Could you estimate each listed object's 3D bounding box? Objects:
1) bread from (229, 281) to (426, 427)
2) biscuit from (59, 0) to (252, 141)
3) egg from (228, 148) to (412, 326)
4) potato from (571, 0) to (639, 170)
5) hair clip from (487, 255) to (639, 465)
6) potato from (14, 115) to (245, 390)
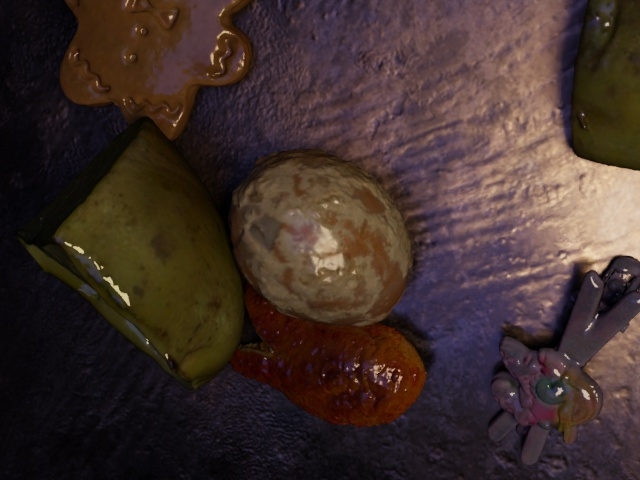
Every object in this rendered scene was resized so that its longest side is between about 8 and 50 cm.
[{"bbox_3d":[-0.003,0.146,1.076,0.269,0.095,0.139,19,93,15],"label":"bread"},{"bbox_3d":[-0.195,-0.306,1.090,0.275,0.052,0.355,32,103,8],"label":"biscuit"},{"bbox_3d":[0.000,0.000,1.009,0.195,0.195,0.233,-42,103,14],"label":"egg"},{"bbox_3d":[0.407,-0.193,0.895,0.255,0.112,0.269,15,102,29],"label":"potato"},{"bbox_3d":[0.279,0.136,1.010,0.137,0.090,0.278,34,103,17],"label":"hair clip"},{"bbox_3d":[-0.184,0.020,1.049,0.213,0.330,0.280,-47,108,-16],"label":"potato"}]
